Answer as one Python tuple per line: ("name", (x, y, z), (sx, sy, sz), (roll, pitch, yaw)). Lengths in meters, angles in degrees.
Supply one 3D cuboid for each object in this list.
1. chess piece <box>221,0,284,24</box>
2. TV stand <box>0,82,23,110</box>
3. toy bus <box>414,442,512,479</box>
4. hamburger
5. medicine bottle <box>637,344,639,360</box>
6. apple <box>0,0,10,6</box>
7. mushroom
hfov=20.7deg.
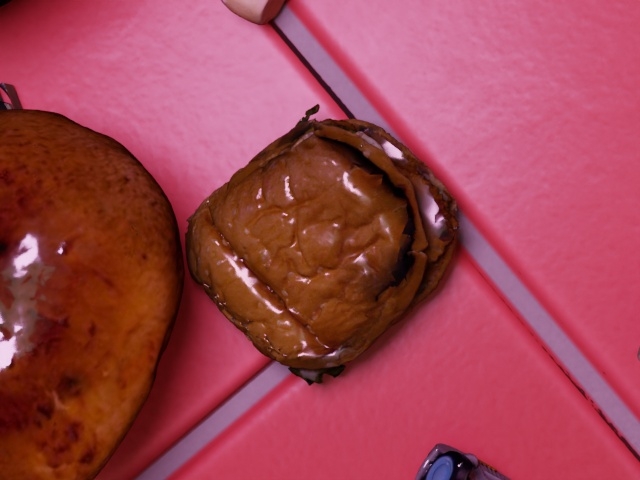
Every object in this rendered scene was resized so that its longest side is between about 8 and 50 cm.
("chess piece", (0.035, -0.352, 1.411), (0.117, 0.117, 0.397), (30, 96, 5))
("TV stand", (-0.257, -0.064, 1.482), (0.042, 0.036, 0.249), (-21, 89, 7))
("toy bus", (0.124, 0.269, 1.366), (0.126, 0.209, 0.136), (31, 105, -25))
("hamburger", (0.000, 0.000, 1.413), (0.206, 0.130, 0.183), (-43, 84, 8))
("medicine bottle", (0.466, 0.115, 1.310), (0.406, 0.236, 0.236), (36, 95, 5))
("apple", (-0.302, -0.308, 1.341), (0.288, 0.317, 0.288), (-2, 117, -4))
("mushroom", (-0.262, 0.068, 1.390), (0.345, 0.259, 0.346), (-7, 67, 18))
